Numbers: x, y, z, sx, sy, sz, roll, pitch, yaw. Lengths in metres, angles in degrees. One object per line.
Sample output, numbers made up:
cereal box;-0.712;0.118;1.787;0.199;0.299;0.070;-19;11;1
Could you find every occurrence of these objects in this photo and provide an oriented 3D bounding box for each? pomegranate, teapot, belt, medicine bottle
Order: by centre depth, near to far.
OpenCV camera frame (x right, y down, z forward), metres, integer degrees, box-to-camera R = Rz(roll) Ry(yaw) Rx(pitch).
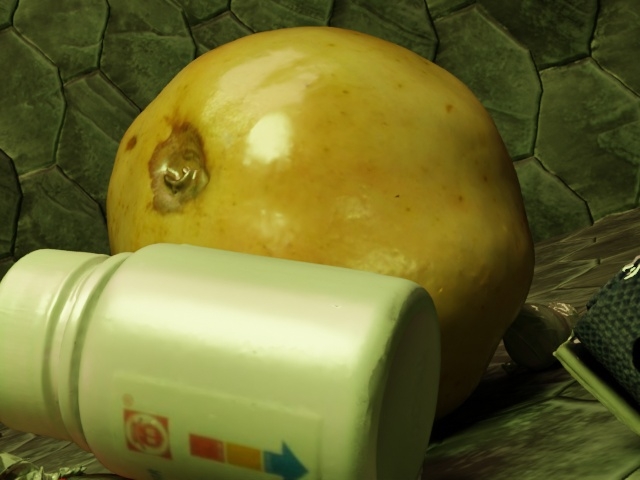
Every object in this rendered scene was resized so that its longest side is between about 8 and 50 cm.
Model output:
belt;0.259;0.051;0.733;0.230;0.126;0.139;-20;-26;-52
medicine bottle;-0.075;0.090;0.803;0.293;0.170;0.170;7;11;19
pomegranate;0.000;0.000;1.073;0.412;0.411;0.411;-19;1;0
teapot;0.210;0.094;1.117;0.064;0.064;0.083;-10;-37;-46

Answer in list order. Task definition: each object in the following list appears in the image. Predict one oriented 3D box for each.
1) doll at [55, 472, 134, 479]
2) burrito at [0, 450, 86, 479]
doll;-0.186;0.210;0.768;0.200;0.105;0.336;-15;1;7
burrito;-0.375;0.250;0.867;0.445;0.139;0.101;-25;-24;-39
